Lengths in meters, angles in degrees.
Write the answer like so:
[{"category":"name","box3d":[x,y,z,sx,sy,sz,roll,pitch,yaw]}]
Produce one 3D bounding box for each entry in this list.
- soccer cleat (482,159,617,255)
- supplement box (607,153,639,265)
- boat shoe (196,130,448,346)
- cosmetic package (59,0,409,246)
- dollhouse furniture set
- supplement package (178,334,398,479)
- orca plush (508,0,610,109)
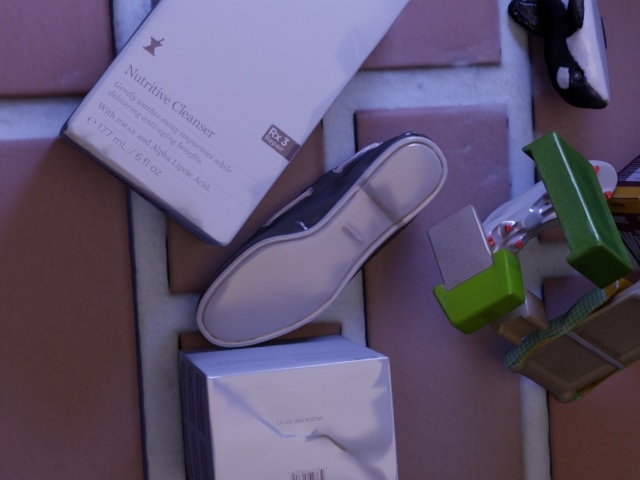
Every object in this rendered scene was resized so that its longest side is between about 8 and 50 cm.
[{"category":"soccer cleat","box3d":[0.253,-0.037,1.726,0.196,0.076,0.068,-32,105,-8]},{"category":"supplement box","box3d":[0.467,-0.036,1.755,0.194,0.129,0.191,-39,101,-10]},{"category":"boat shoe","box3d":[0.000,0.000,1.668,0.335,0.095,0.112,-38,104,-5]},{"category":"cosmetic package","box3d":[-0.081,-0.205,1.594,0.217,0.156,0.385,36,85,-11]},{"category":"dollhouse furniture set","box3d":[0.271,0.041,1.679,0.198,0.151,0.301,-32,143,21]},{"category":"supplement package","box3d":[-0.040,0.192,1.598,0.194,0.203,0.149,-5,94,-13]},{"category":"orca plush","box3d":[0.260,-0.287,1.708,0.102,0.151,0.287,-10,99,18]}]
